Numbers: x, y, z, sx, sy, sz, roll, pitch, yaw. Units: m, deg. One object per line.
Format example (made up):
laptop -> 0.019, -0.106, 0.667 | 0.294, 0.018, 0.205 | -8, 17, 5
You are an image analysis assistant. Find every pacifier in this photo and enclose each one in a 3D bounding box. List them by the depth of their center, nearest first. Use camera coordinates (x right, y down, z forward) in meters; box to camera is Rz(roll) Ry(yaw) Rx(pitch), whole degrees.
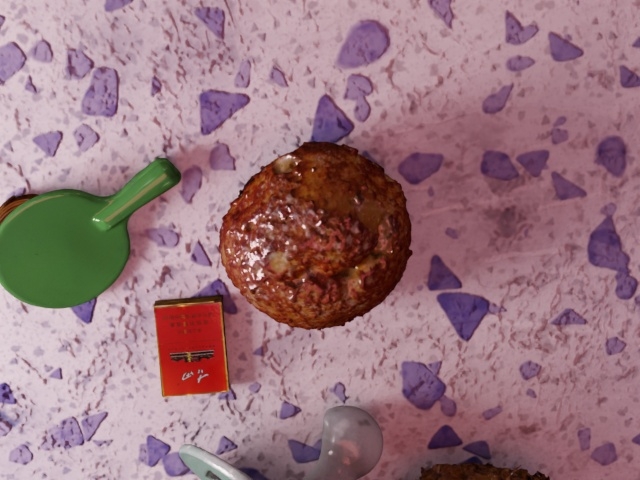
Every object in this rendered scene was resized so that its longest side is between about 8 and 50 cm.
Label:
pacifier -> -0.015, 0.338, 1.272 | 0.343, 0.288, 0.269 | 39, 67, 3

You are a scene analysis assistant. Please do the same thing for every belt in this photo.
belt -> -0.369, -0.023, 1.187 | 0.083, 0.036, 0.059 | -34, 107, 4

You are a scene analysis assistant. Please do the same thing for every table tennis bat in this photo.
table tennis bat -> -0.281, -0.015, 1.187 | 0.257, 0.039, 0.160 | -36, 127, 3

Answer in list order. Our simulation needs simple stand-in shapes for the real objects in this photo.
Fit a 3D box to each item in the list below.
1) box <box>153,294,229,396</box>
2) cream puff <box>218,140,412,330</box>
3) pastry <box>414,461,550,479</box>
box -> -0.168, 0.139, 1.268 | 0.090, 0.023, 0.133 | -2, 108, -3
cream puff -> 0.001, 0.000, 1.169 | 0.240, 0.164, 0.240 | -1, 103, -6
pastry -> 0.224, 0.427, 1.313 | 0.274, 0.193, 0.275 | -2, 109, -7
